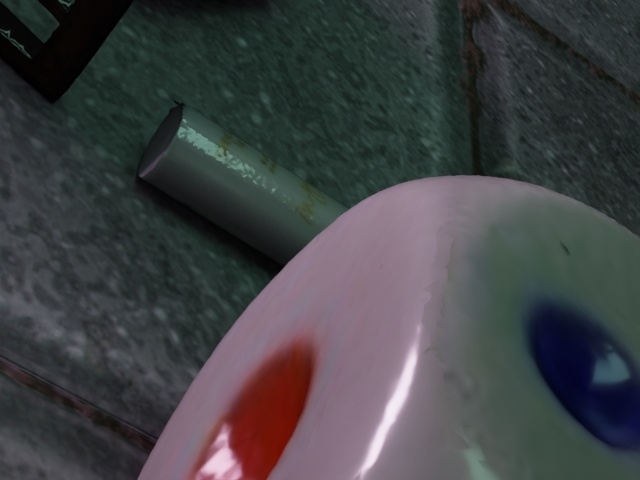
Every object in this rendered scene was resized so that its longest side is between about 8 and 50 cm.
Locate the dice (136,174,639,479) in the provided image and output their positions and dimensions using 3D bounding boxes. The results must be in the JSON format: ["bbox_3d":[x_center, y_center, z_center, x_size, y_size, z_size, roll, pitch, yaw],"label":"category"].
[{"bbox_3d":[0.081,0.172,0.718,0.304,0.277,0.304,37,30,-16],"label":"dice"}]

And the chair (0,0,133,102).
[{"bbox_3d":[-0.230,-0.334,0.964,0.416,0.203,0.240,42,45,-7],"label":"chair"}]

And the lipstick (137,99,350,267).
[{"bbox_3d":[0.000,0.000,1.015,0.264,0.059,0.059,32,34,-19],"label":"lipstick"}]
